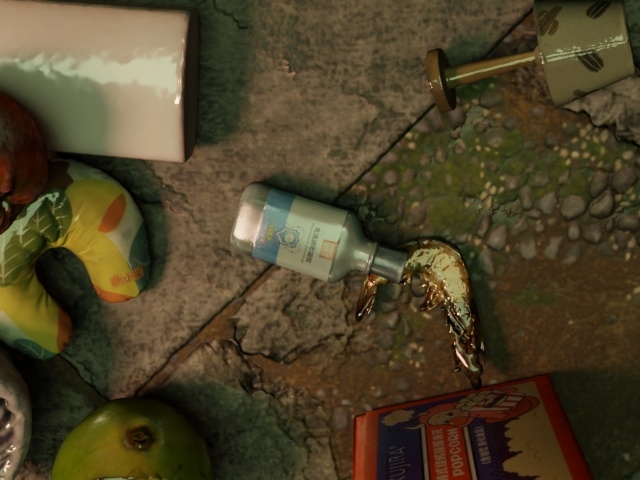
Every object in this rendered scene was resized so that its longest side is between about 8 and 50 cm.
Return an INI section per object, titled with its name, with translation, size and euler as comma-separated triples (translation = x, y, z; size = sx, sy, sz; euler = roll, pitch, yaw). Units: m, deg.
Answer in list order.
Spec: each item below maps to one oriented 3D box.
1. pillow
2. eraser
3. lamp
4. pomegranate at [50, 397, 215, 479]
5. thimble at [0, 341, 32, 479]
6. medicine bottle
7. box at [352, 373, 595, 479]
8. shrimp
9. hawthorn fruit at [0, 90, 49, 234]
[pillow]
translation = -0.320, 0.015, 1.139
size = 0.233, 0.086, 0.214
euler = -35, 110, -4
[eraser]
translation = -0.278, -0.187, 1.090
size = 0.270, 0.095, 0.174
euler = 6, 109, 4
[lamp]
translation = 0.228, -0.198, 1.042
size = 0.214, 0.121, 0.121
euler = -11, 102, 21
[pomegranate]
translation = -0.212, 0.290, 1.176
size = 0.189, 0.159, 0.241
euler = -29, 127, 18
[thimble]
translation = -0.460, 0.208, 1.129
size = 0.217, 0.157, 0.246
euler = -12, 121, -24
[medicine bottle]
translation = 0.000, 0.000, 1.128
size = 0.208, 0.054, 0.090
euler = 18, 103, 6
[box]
translation = 0.188, 0.373, 1.057
size = 0.256, 0.349, 0.319
euler = -15, 103, 8
[shrimp]
translation = 0.119, 0.098, 1.154
size = 0.147, 0.035, 0.195
euler = -15, 92, 4
[hawthorn fruit]
translation = -0.379, -0.090, 1.011
size = 0.172, 0.173, 0.173
euler = 1, 103, 4
